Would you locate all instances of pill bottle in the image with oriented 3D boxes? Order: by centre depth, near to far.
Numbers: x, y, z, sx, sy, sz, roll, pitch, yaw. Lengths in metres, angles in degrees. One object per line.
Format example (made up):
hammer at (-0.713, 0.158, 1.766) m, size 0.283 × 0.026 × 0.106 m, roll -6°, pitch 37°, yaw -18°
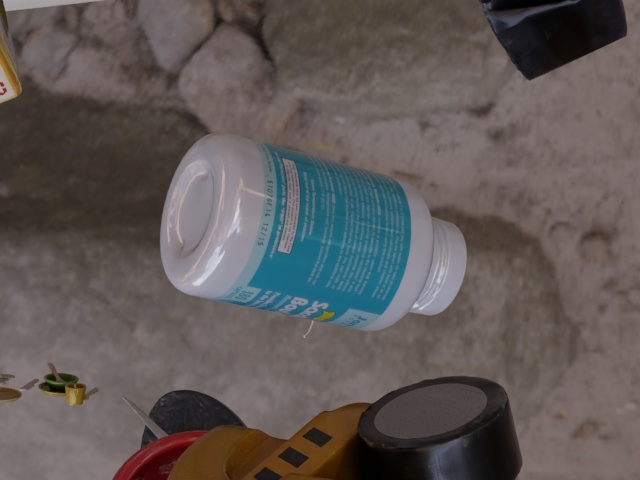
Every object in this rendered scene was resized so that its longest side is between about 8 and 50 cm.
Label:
pill bottle at (0.000, 0.000, 1.299) m, size 0.264 × 0.146 × 0.146 m, roll 13°, pitch 129°, yaw -28°

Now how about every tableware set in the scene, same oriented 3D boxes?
tableware set at (-0.321, 0.152, 1.541) m, size 0.154 × 0.104 × 0.024 m, roll 8°, pitch 100°, yaw 11°

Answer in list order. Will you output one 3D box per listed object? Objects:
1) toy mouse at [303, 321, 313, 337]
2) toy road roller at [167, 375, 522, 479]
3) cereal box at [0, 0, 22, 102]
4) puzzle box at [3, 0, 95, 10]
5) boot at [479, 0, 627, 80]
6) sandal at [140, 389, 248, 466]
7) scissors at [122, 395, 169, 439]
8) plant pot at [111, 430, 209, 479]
toy mouse at (0.001, 0.063, 2.113) m, size 0.031 × 0.161 × 0.143 m, roll -10°, pitch 123°, yaw 45°
toy road roller at (-0.019, 0.227, 0.874) m, size 0.240 × 0.329 × 0.202 m, roll 1°, pitch 114°, yaw 40°
cereal box at (-0.289, -0.102, 0.772) m, size 0.240 × 0.173 × 0.047 m, roll -20°, pitch 137°, yaw -3°
puzzle box at (-0.348, -0.352, 1.644) m, size 0.409 × 0.272 × 0.052 m, roll -2°, pitch 131°, yaw 18°
boot at (0.084, -0.387, 1.155) m, size 0.146 × 0.445 × 0.367 m, roll -29°, pitch 138°, yaw 25°
sandal at (-0.148, 0.399, 1.820) m, size 0.167 × 0.446 × 0.107 m, roll -12°, pitch 161°, yaw 12°
scissors at (-0.135, 0.280, 1.663) m, size 0.297 × 0.109 × 0.021 m, roll 34°, pitch 122°, yaw 12°
plant pot at (-0.114, 0.288, 1.246) m, size 0.191 × 0.191 × 0.174 m, roll 24°, pitch 135°, yaw -5°
